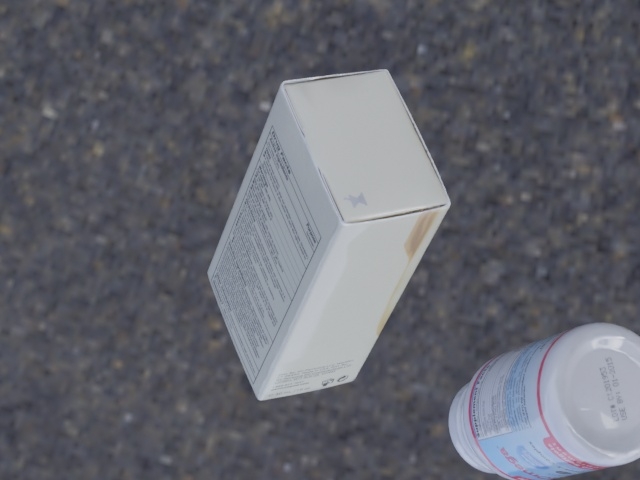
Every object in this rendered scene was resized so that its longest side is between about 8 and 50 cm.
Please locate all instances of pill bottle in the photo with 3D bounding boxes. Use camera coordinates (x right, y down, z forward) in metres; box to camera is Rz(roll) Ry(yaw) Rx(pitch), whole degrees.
[{"bbox_3d":[0.144,0.107,1.212,0.087,0.087,0.160,26,159,-14],"label":"pill bottle"}]

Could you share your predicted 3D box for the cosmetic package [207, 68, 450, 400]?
[{"bbox_3d":[0.000,0.000,0.656,0.041,0.060,0.115,-10,152,-24],"label":"cosmetic package"}]
